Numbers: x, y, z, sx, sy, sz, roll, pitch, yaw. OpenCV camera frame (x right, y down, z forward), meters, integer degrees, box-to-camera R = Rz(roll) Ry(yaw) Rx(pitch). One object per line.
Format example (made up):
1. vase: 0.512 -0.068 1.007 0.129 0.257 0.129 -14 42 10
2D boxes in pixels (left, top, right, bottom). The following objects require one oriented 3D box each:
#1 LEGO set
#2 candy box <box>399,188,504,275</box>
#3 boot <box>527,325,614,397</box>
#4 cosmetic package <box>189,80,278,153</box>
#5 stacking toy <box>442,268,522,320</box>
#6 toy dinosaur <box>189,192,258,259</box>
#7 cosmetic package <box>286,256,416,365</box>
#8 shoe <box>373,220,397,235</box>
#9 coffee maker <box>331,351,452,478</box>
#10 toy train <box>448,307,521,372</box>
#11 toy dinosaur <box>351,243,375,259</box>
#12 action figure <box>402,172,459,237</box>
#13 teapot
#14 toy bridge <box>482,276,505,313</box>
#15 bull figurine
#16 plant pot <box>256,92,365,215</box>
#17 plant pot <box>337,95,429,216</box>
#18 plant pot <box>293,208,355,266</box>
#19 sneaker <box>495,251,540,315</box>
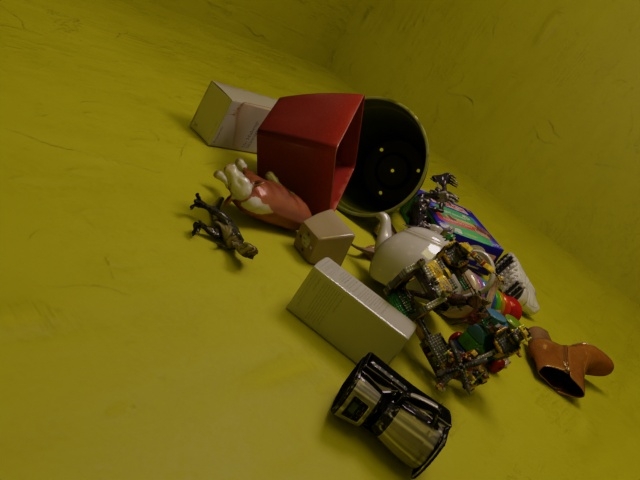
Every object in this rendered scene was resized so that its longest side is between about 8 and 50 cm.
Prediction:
1. LEGO set: 0.293 0.139 1.229 0.254 0.192 0.332 -16 74 -15
2. candy box: 0.449 -0.039 2.072 0.268 0.122 0.317 19 24 -21
3. boot: 0.707 0.365 1.641 0.295 0.104 0.211 25 28 -6
4. cosmetic package: -0.224 -0.363 1.800 0.113 0.160 0.309 45 26 26
5. stacking toy: 0.462 0.171 1.664 0.330 0.141 0.141 18 26 -42
6. toy dinosaur: -0.221 -0.039 1.267 0.118 0.064 0.268 24 18 -39
7. cosmetic package: 0.061 0.150 1.171 0.231 0.117 0.085 38 24 9
8. shoe: 0.217 0.017 1.753 0.076 0.058 0.219 41 16 -40
9. coffee maker: 0.118 0.286 0.999 0.178 0.120 0.171 37 -1 7
10. toy train: 0.442 0.242 1.456 0.247 0.143 0.105 12 30 -41
11. toy dinosaur: 0.141 0.032 1.624 0.112 0.064 0.211 21 7 28
12. action figure: 0.352 -0.094 1.816 0.140 0.164 0.276 20 48 24
13. teapot: 0.259 0.052 1.464 0.255 0.187 0.252 25 2 -17
14. toy bridge: 0.447 0.188 1.545 0.026 0.188 0.063 6 1 44
15. bull figurine: -0.148 -0.112 1.428 0.310 0.101 0.188 30 16 -47
16. plant pot: -0.037 -0.255 1.642 0.235 0.267 0.267 17 48 10
17. plant pot: 0.204 -0.249 1.953 0.366 0.367 0.353 40 11 16
18. plant pot: 0.000 0.000 1.431 0.096 0.109 0.109 -7 43 -39
19. sneaker: 0.672 0.150 2.032 0.118 0.110 0.292 35 29 -16
